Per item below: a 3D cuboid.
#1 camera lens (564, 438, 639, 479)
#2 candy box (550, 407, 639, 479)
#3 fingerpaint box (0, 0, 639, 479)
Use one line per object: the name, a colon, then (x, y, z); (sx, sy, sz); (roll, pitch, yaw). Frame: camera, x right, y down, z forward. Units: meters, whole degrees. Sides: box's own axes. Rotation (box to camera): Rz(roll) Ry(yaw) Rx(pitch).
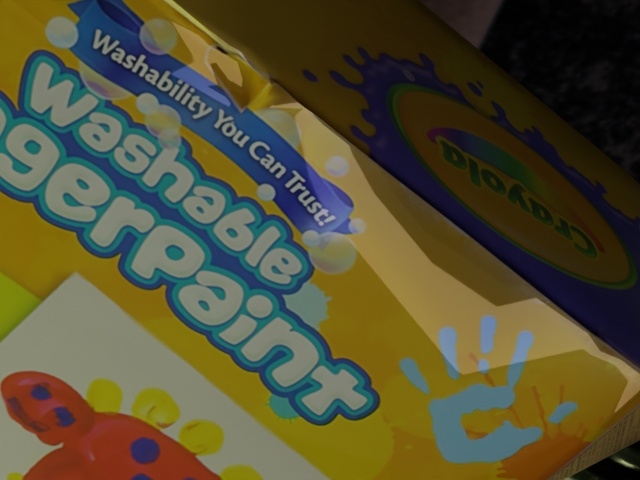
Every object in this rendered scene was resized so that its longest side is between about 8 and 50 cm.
camera lens: (0.228, 0.234, 0.973); (0.219, 0.219, 0.274); (-3, 110, -12)
candy box: (0.096, 0.091, 0.878); (0.186, 0.109, 0.053); (-22, 142, -20)
fingerpaint box: (-0.152, -0.003, 0.631); (0.444, 0.163, 0.371); (37, 118, -13)
